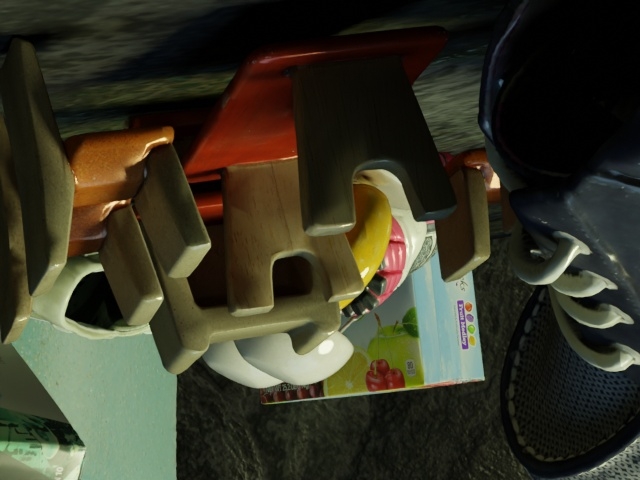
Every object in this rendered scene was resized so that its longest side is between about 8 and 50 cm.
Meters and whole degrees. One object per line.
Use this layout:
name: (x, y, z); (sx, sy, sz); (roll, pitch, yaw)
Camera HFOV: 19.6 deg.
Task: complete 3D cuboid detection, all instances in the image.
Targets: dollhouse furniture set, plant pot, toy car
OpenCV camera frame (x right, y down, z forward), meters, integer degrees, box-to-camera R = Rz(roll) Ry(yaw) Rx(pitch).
dollhouse furniture set: (-0.022, -0.037, 0.815); (0.262, 0.135, 0.259); (-7, 165, -20)
plant pot: (-0.290, 0.114, 1.572); (0.247, 0.248, 0.252); (-9, 161, 26)
toy car: (-0.034, -0.005, 1.094); (0.136, 0.159, 0.182); (29, 166, -15)

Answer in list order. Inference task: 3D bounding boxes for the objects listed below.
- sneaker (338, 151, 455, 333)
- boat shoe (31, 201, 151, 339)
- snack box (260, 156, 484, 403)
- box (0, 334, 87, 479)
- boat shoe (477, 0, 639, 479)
sneaker: (0.000, 0.000, 1.349); (0.112, 0.121, 0.299); (-32, -165, -28)
boat shoe: (-0.155, 0.035, 1.360); (0.094, 0.109, 0.302); (32, -169, 20)
snack box: (0.029, 0.035, 1.454); (0.070, 0.175, 0.207); (-2, 174, -39)
box: (-0.330, 0.088, 1.123); (0.322, 0.059, 0.232); (6, -163, -30)
boat shoe: (0.103, -0.012, 0.613); (0.158, 0.127, 0.340); (-1, 142, -27)
